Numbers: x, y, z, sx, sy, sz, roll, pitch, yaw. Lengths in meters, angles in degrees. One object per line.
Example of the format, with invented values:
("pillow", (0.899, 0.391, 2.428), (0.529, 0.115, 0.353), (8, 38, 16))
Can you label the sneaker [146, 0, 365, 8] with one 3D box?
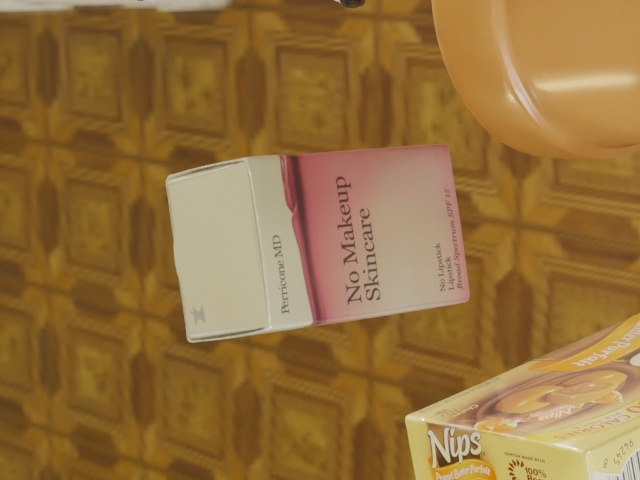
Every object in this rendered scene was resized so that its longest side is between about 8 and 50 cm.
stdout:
("sneaker", (-0.068, -0.287, 1.706), (0.169, 0.257, 0.447), (-65, 5, -5))

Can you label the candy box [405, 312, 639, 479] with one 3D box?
("candy box", (0.242, 0.127, 1.242), (0.183, 0.316, 0.088), (6, 109, 52))

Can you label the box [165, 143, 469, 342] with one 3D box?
("box", (0.000, 0.000, 1.479), (0.127, 0.232, 0.149), (-10, 87, 51))

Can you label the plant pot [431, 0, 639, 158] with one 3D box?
("plant pot", (0.254, -0.195, 1.252), (0.203, 0.291, 0.291), (13, 106, 50))
